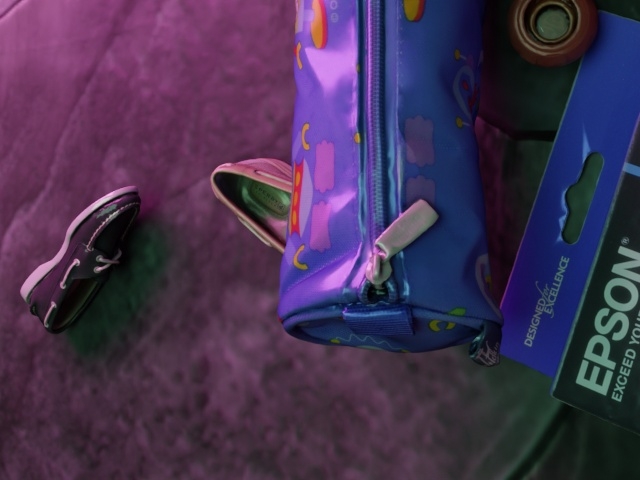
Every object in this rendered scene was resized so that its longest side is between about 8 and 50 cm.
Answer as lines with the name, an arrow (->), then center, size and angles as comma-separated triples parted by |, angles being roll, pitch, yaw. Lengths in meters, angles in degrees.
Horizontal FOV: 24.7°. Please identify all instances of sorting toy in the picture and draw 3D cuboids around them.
sorting toy -> 0.135, -0.143, 0.792 | 0.061, 0.042, 0.102 | 34, 96, 10

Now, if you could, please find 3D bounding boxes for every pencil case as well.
pencil case -> 0.039, -0.087, 0.776 | 0.119, 0.133, 0.306 | 1, 84, 5

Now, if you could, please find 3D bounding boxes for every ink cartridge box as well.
ink cartridge box -> 0.195, 0.002, 0.751 | 0.208, 0.045, 0.206 | 22, 102, 31

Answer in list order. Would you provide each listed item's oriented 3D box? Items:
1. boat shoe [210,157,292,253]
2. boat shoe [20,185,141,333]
boat shoe -> 0.000, -0.002, 0.867 | 0.153, 0.048, 0.056 | 38, 110, 25
boat shoe -> -0.153, 0.014, 0.962 | 0.125, 0.046, 0.038 | -44, 69, 27
